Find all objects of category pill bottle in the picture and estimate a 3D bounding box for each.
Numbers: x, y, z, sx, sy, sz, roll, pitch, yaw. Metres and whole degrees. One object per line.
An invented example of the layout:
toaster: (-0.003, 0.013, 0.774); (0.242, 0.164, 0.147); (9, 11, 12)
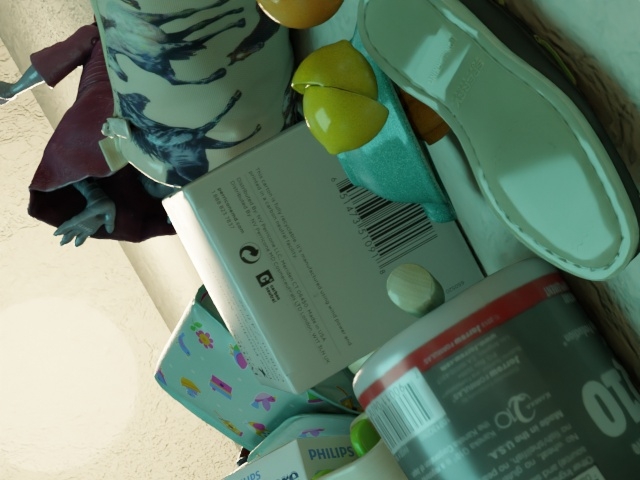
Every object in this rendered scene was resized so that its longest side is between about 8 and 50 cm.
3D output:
pill bottle: (0.159, 0.168, 0.919); (0.283, 0.161, 0.161); (57, 166, 12)

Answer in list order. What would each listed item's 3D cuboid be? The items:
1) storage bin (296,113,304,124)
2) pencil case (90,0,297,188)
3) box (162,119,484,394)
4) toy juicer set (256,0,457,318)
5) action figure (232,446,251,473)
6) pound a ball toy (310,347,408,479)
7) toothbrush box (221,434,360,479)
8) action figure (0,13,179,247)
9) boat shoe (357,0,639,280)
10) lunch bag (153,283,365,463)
storage bin: (-0.042, -0.037, 1.323); (0.180, 0.122, 0.084); (51, 163, 36)
pencil case: (-0.120, -0.202, 1.144); (0.160, 0.184, 0.410); (53, 164, 29)
box: (0.000, 0.000, 1.113); (0.181, 0.182, 0.119); (62, 166, -5)
toy juicer set: (0.049, -0.075, 0.920); (0.209, 0.089, 0.329); (-75, -39, -79)
action figure: (-0.047, 0.264, 1.880); (0.330, 0.179, 0.341); (60, -168, -18)
pound a ball toy: (0.126, 0.239, 1.285); (0.136, 0.208, 0.319); (-32, 98, 38)
toothbrush box: (0.053, 0.340, 1.350); (0.126, 0.216, 0.295); (-34, 63, 39)
action figure: (-0.247, -0.173, 1.664); (0.275, 0.248, 0.370); (-53, 35, 41)
boat shoe: (0.114, -0.074, 0.797); (0.227, 0.069, 0.081); (53, 130, 23)
lunch bag: (-0.027, 0.146, 1.506); (0.262, 0.160, 0.223); (40, 148, 2)
